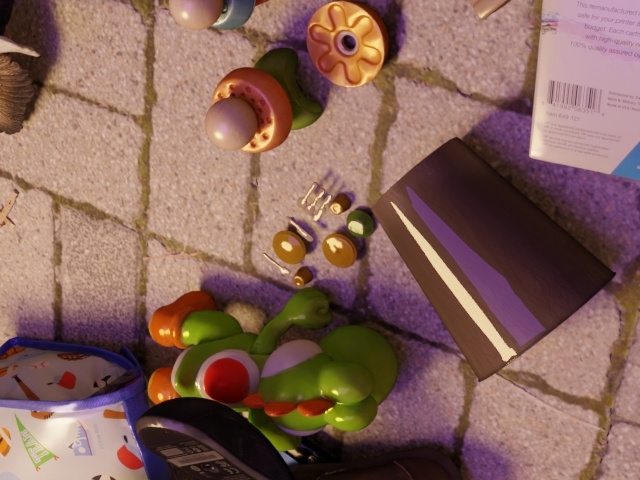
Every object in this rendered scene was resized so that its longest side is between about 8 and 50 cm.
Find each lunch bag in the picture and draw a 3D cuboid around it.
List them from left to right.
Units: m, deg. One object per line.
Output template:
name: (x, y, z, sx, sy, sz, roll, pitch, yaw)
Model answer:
lunch bag: (-0.355, 0.328, 1.790, 0.385, 0.239, 0.327, 0, 112, 39)

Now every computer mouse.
computer mouse: (-0.111, 0.263, 1.501, 0.188, 0.072, 0.272, -14, 135, 42)

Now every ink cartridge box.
ink cartridge box: (0.311, -0.194, 1.142, 0.171, 0.168, 0.232, 15, 121, 25)

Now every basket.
basket: (0.177, 0.010, 1.348, 0.227, 0.154, 0.204, 51, 128, 5)

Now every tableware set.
tableware set: (0.000, 0.000, 1.534, 0.104, 0.024, 0.154, 40, 127, 5)

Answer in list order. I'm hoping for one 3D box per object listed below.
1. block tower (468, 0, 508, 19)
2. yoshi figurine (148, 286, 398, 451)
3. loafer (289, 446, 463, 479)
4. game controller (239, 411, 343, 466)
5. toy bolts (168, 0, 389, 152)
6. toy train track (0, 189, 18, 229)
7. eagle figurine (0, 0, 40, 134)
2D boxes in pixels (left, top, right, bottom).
block tower: (0.105, -0.387, 1.226, 0.097, 0.091, 0.335, -37, 91, 38)
yoshi figurine: (-0.046, 0.165, 1.574, 0.362, 0.203, 0.203, 8, 148, 41)
loafer: (0.003, 0.360, 1.590, 0.366, 0.130, 0.133, -24, 91, 25)
game controller: (-0.032, 0.348, 1.700, 0.319, 0.067, 0.166, 34, 127, 13)
toy bolts: (-0.064, -0.225, 1.370, 0.218, 0.158, 0.228, -22, 100, 38)
toy train track: (-0.469, -0.044, 1.812, 0.048, 0.014, 0.083, 44, 128, 6)
eagle figurine: (-0.482, -0.250, 1.613, 0.226, 0.225, 0.298, 36, 117, -1)
